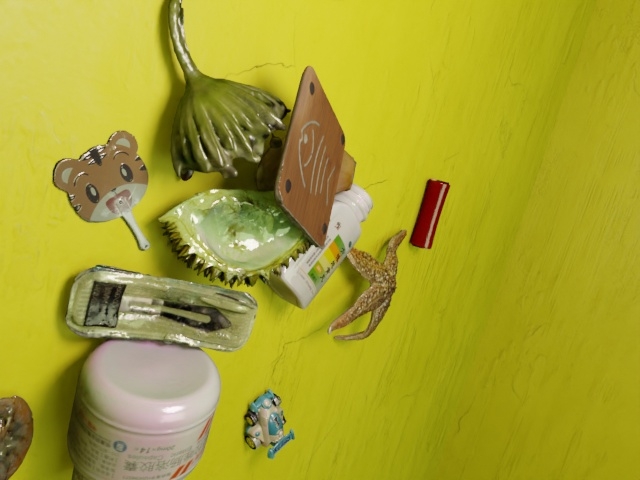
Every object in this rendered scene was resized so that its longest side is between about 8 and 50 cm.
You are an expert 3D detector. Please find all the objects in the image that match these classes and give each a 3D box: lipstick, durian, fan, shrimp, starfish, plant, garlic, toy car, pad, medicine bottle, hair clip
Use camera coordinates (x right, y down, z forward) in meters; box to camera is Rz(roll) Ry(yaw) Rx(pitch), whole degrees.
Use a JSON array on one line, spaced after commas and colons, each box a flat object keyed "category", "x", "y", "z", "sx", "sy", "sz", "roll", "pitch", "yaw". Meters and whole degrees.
[{"category": "lipstick", "x": 0.376, "y": -0.091, "z": 1.742, "sx": 0.080, "sy": 0.080, "sz": 0.241, "roll": 1, "pitch": 107, "yaw": -53}, {"category": "durian", "x": -0.141, "y": -0.017, "z": 1.042, "sx": 0.395, "sy": 0.163, "sz": 0.197, "roll": -12, "pitch": 100, "yaw": -34}, {"category": "fan", "x": -0.346, "y": -0.066, "z": 0.873, "sx": 0.152, "sy": 0.008, "sz": 0.226, "roll": -43, "pitch": 137, "yaw": -31}, {"category": "shrimp", "x": -0.545, "y": 0.330, "z": 0.740, "sx": 0.296, "sy": 0.058, "sz": 0.169, "roll": -11, "pitch": 112, "yaw": -72}, {"category": "starfish", "x": 0.138, "y": 0.128, "z": 1.525, "sx": 0.384, "sy": 0.132, "sz": 0.397, "roll": 16, "pitch": 92, "yaw": -50}, {"category": "plant", "x": -0.217, "y": -0.266, "z": 0.892, "sx": 0.251, "sy": 0.180, "sz": 0.333, "roll": -41, "pitch": 105, "yaw": -25}, {"category": "garlic", "x": -0.031, "y": -0.165, "z": 1.138, "sx": 0.318, "sy": 0.112, "sz": 0.143, "roll": -7, "pitch": 96, "yaw": -42}, {"category": "toy car", "x": -0.132, "y": 0.496, "z": 1.381, "sx": 0.126, "sy": 0.098, "sz": 0.161, "roll": -30, "pitch": 132, "yaw": -43}, {"category": "pad", "x": -0.011, "y": -0.155, "z": 1.010, "sx": 0.284, "sy": 0.018, "sz": 0.286, "roll": 49, "pitch": 48, "yaw": -63}, {"category": "medicine bottle", "x": -0.328, "y": 0.348, "z": 0.922, "sx": 0.241, "sy": 0.241, "sz": 0.301, "roll": -6, "pitch": 120, "yaw": -51}, {"category": "hair clip", "x": -0.281, "y": 0.121, "z": 0.928, "sx": 0.322, "sy": 0.091, "sz": 0.138, "roll": 14, "pitch": 104, "yaw": -22}, {"category": "medicine bottle", "x": 0.000, "y": 0.000, "z": 1.265, "sx": 0.324, "sy": 0.124, "sz": 0.179, "roll": -52, "pitch": 141, "yaw": -22}]
